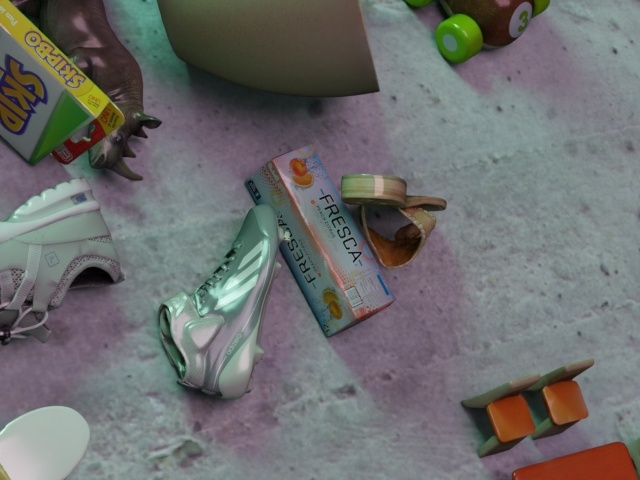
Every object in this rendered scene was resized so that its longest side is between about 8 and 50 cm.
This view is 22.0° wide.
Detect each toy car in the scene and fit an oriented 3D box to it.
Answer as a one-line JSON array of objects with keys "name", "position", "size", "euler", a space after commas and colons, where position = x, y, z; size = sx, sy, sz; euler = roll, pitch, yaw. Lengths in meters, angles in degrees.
[{"name": "toy car", "position": [0.206, -0.309, 1.810], "size": [0.155, 0.188, 0.149], "euler": [-34, 89, -35]}]

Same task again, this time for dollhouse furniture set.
[{"name": "dollhouse furniture set", "position": [0.305, 0.246, 1.670], "size": [0.259, 0.135, 0.262], "euler": [-11, 76, -32]}]

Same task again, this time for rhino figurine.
[{"name": "rhino figurine", "position": [-0.228, -0.165, 1.578], "size": [0.106, 0.073, 0.243], "euler": [-26, 86, -32]}]

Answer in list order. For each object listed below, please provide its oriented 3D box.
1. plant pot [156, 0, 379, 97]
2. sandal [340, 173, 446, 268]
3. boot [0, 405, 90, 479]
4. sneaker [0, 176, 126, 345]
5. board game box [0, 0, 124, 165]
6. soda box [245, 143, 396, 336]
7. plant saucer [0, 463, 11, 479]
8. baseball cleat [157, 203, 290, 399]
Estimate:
[{"name": "plant pot", "position": [-0.064, -0.263, 1.620], "size": [0.191, 0.284, 0.284], "euler": [-13, 74, 3]}, {"name": "sandal", "position": [0.067, -0.012, 1.631], "size": [0.088, 0.240, 0.079], "euler": [2, 85, 16]}, {"name": "boot", "position": [-0.280, 0.213, 1.383], "size": [0.190, 0.086, 0.069], "euler": [-38, 89, -33]}, {"name": "sneaker", "position": [-0.282, 0.047, 1.438], "size": [0.281, 0.105, 0.115], "euler": [-34, 89, -35]}, {"name": "board game box", "position": [-0.302, -0.170, 1.488], "size": [0.259, 0.124, 0.039], "euler": [43, 51, -16]}, {"name": "soda box", "position": [0.000, 0.000, 1.643], "size": [0.058, 0.063, 0.183], "euler": [-23, 83, -37]}, {"name": "plant saucer", "position": [-0.330, 0.333, 1.249], "size": [0.332, 0.081, 0.333], "euler": [-34, 89, -5]}, {"name": "baseball cleat", "position": [-0.095, 0.047, 1.567], "size": [0.109, 0.072, 0.206], "euler": [16, 59, -16]}]
